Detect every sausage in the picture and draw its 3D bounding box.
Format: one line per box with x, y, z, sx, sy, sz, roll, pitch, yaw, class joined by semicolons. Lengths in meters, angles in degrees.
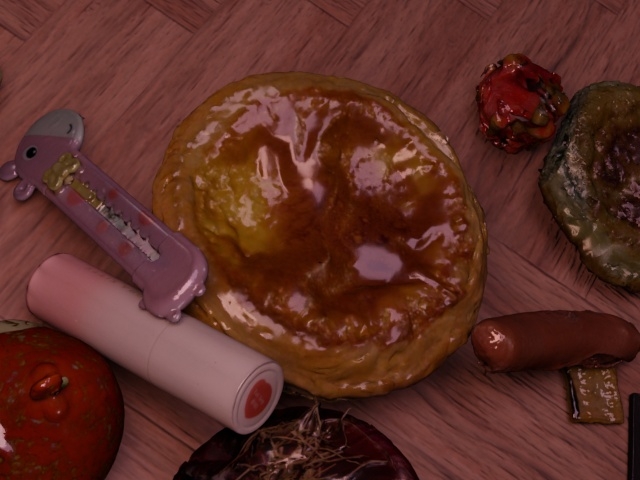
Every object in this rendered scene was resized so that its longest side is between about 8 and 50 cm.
0.302;0.129;1.493;0.326;0.079;0.087;2;18;-44;sausage

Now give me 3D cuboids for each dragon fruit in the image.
0.294;-0.193;1.662;0.133;0.208;0.150;-2;108;-5;dragon fruit

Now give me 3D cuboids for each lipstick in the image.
-0.193;0.110;1.302;0.327;0.087;0.087;23;55;31;lipstick

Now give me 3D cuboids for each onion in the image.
-0.026;0.334;1.249;0.314;0.232;0.314;-9;43;8;onion

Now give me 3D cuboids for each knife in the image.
-0.255;-0.039;1.359;0.132;0.038;0.398;-48;54;-5;knife

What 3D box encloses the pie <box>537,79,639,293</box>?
0.468;-0.088;1.675;0.288;0.103;0.355;33;59;-5;pie

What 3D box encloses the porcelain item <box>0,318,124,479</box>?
-0.324;0.189;1.230;0.253;0.253;0.253;7;63;-14;porcelain item

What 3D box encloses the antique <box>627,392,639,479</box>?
0.422;0.294;1.529;0.031;0.015;0.192;15;62;-11;antique

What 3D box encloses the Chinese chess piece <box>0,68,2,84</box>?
-0.468;-0.223;1.444;0.058;0.144;0.144;-44;81;13;Chinese chess piece

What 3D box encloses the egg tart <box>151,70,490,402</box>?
0.000;0.000;1.452;0.443;0.178;0.443;7;65;-16;egg tart

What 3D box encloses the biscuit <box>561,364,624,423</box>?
0.366;0.206;1.553;0.081;0.018;0.083;3;65;-16;biscuit
